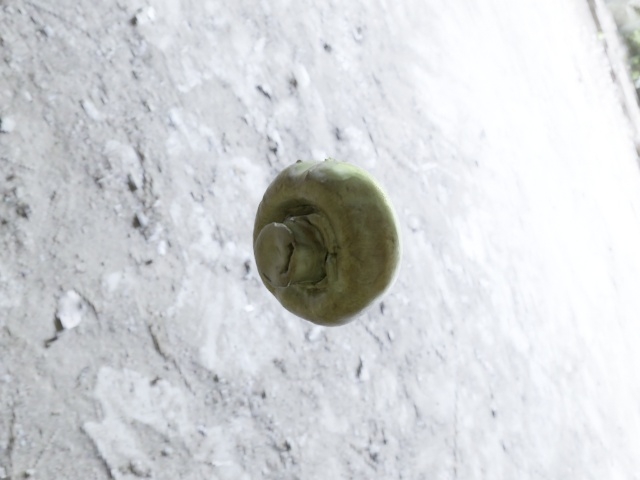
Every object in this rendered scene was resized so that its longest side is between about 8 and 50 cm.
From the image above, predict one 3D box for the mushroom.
[{"bbox_3d":[0.000,0.000,0.866,0.127,0.166,0.166,-2,75,-47],"label":"mushroom"}]
